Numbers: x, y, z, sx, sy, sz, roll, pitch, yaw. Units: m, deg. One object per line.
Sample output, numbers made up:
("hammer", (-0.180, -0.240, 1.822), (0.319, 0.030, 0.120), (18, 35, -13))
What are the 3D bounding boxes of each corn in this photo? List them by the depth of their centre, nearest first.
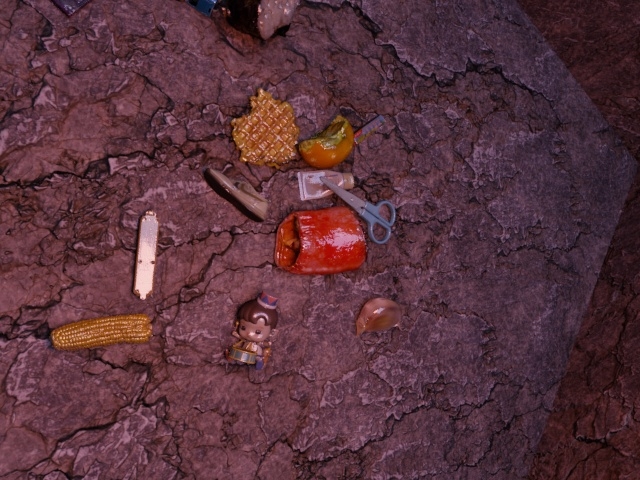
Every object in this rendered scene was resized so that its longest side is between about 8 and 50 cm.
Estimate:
("corn", (-0.670, 0.284, 1.571), (0.292, 0.101, 0.101), (-5, 87, -27))

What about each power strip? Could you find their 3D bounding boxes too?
("power strip", (-0.573, 0.042, 1.679), (0.064, 0.044, 0.305), (7, 83, -29))

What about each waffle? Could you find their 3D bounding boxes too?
("waffle", (-0.208, -0.416, 1.932), (0.282, 0.058, 0.300), (20, 74, -29))

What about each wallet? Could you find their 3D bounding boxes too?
("wallet", (-0.795, -0.808, 1.649), (0.111, 0.030, 0.166), (43, 64, -14))

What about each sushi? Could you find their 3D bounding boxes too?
("sushi", (-0.208, -0.882, 1.893), (0.348, 0.208, 0.234), (-61, 158, -29))

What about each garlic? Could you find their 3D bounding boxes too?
("garlic", (0.275, 0.308, 2.117), (0.267, 0.148, 0.128), (8, 44, -25))

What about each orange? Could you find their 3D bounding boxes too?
("orange", (0.036, -0.369, 1.995), (0.237, 0.179, 0.158), (-45, 111, -34))

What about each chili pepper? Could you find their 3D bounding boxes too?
("chili pepper", (0.000, 0.000, 1.913), (0.306, 0.229, 0.251), (-4, 103, -31))

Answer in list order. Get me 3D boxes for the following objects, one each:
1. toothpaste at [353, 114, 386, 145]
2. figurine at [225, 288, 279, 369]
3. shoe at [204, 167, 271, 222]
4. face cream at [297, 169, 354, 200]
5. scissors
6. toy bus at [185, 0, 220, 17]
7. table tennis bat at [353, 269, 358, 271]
("toothpaste", (0.199, -0.470, 2.165), (0.193, 0.070, 0.044), (-41, 107, -27))
("figurine", (-0.229, 0.304, 1.783), (0.161, 0.158, 0.275), (11, 78, 12))
("shoe", (-0.295, -0.177, 1.834), (0.275, 0.103, 0.098), (40, 65, -27))
("face cream", (0.020, -0.228, 2.047), (0.224, 0.070, 0.114), (-8, 88, -22))
("scissors", (0.151, -0.146, 2.080), (0.447, 0.029, 0.192), (32, 73, -35))
("toy bus", (-0.391, -0.952, 1.851), (0.134, 0.113, 0.246), (24, 75, -20))
("table tennis bat", (0.134, 0.091, 2.103), (0.050, 0.007, 0.083), (-30, 102, -29))
